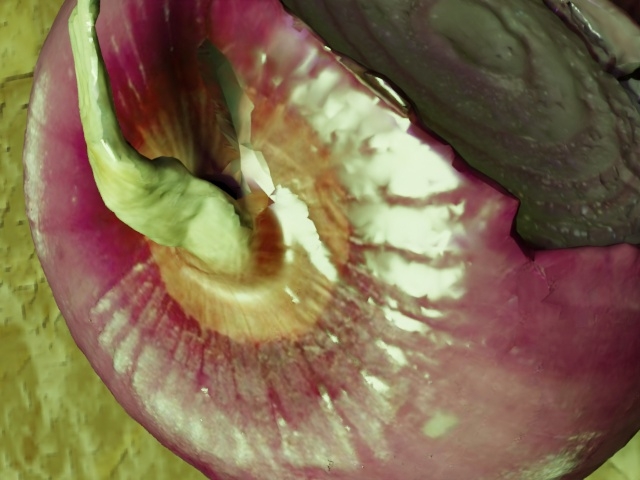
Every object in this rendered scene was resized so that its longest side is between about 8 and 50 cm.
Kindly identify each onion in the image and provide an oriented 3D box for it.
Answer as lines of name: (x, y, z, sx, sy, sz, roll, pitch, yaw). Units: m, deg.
onion: (0.006, -0.005, 0.566, 0.207, 0.200, 0.200, 24, 108, -4)
